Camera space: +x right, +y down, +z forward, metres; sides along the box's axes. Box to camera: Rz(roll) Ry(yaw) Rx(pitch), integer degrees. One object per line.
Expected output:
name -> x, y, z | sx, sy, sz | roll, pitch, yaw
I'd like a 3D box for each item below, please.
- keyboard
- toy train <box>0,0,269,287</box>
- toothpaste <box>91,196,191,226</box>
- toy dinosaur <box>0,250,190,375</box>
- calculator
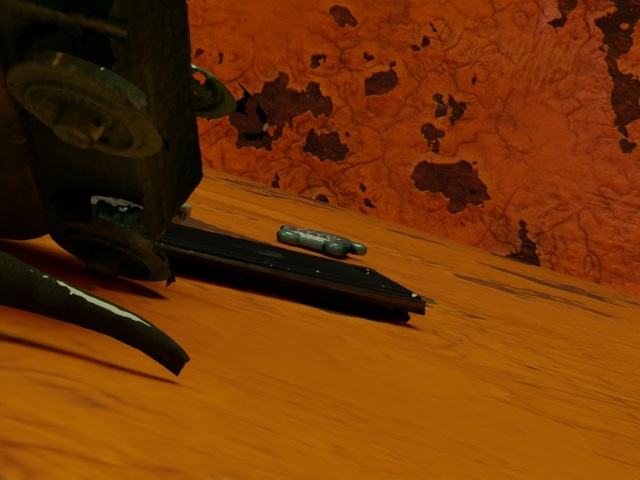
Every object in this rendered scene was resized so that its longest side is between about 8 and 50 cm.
keyboard -> -0.044, 0.015, 0.873 | 0.230, 0.025, 0.094 | 14, 5, -30
toy train -> -0.128, -0.087, 0.641 | 0.189, 0.126, 0.307 | 26, -20, 6
toothpaste -> -0.175, -0.034, 0.978 | 0.164, 0.034, 0.046 | 17, 3, 18
toy dinosaur -> -0.127, 0.026, 0.386 | 0.179, 0.087, 0.187 | 52, 10, -17
calculator -> 0.000, 0.000, 1.393 | 0.094, 0.019, 0.141 | 14, 3, 8
